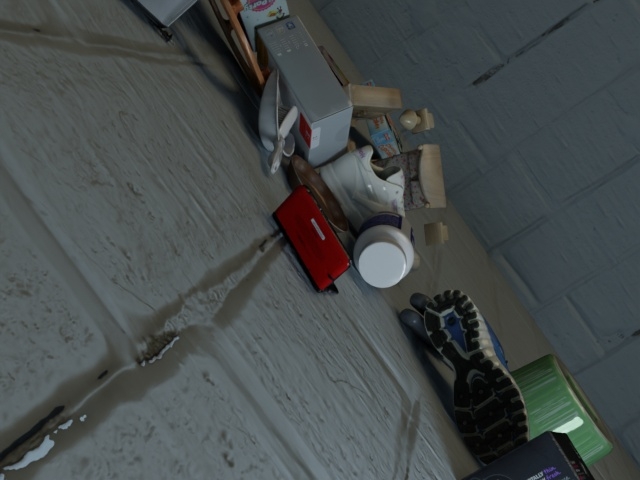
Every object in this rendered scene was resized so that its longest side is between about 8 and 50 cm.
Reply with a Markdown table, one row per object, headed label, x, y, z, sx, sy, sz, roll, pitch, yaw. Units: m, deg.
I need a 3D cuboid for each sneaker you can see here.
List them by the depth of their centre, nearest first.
| label | x | y | z | sx | sy | sz | roll | pitch | yaw |
| --- | --- | --- | --- | --- | --- | --- | --- | --- | --- |
| sneaker | 0.301 | 0.248 | 1.424 | 0.147 | 0.130 | 0.330 | 24 | 45 | -56 |
| sneaker | 0.131 | -0.057 | 1.583 | 0.305 | 0.152 | 0.114 | 49 | 13 | -26 |

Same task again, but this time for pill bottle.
| label | x | y | z | sx | sy | sz | roll | pitch | yaw |
| --- | --- | --- | --- | --- | --- | --- | --- | --- | --- |
| pill bottle | 0.117 | 0.018 | 1.451 | 0.112 | 0.112 | 0.186 | 53 | 15 | -8 |

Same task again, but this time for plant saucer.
| label | x | y | z | sx | sy | sz | roll | pitch | yaw |
| --- | --- | --- | --- | --- | --- | --- | --- | --- | --- |
| plant saucer | -0.010 | -0.078 | 1.428 | 0.168 | 0.029 | 0.168 | 51 | 14 | -18 |

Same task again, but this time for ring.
| label | x | y | z | sx | sy | sz | roll | pitch | yaw |
| --- | --- | --- | --- | --- | --- | --- | --- | --- | --- |
| ring | -0.164 | -0.408 | 1.447 | 0.336 | 0.032 | 0.336 | 62 | -3 | 5 |

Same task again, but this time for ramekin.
| label | x | y | z | sx | sy | sz | roll | pitch | yaw |
| --- | --- | --- | --- | --- | --- | --- | --- | --- | --- |
| ramekin | 0.587 | 0.430 | 1.953 | 0.303 | 0.148 | 0.303 | 50 | 16 | -19 |

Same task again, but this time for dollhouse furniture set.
| label | x | y | z | sx | sy | sz | roll | pitch | yaw |
| --- | --- | --- | --- | --- | --- | --- | --- | --- | --- |
| dollhouse furniture set | 0.094 | -0.148 | 1.735 | 0.174 | 0.303 | 0.355 | -4 | 85 | -42 |

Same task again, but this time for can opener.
| label | x | y | z | sx | sy | sz | roll | pitch | yaw |
| --- | --- | --- | --- | --- | --- | --- | --- | --- | --- |
| can opener | 0.237 | 0.191 | 1.572 | 0.093 | 0.074 | 0.280 | 21 | -15 | 43 |

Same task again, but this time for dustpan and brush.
| label | x | y | z | sx | sy | sz | roll | pitch | yaw |
| --- | --- | --- | --- | --- | --- | --- | --- | --- | --- |
| dustpan and brush | -0.073 | -0.185 | 1.366 | 0.211 | 0.060 | 0.147 | -68 | 154 | -42 |

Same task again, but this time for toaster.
| label | x | y | z | sx | sy | sz | roll | pitch | yaw |
| --- | --- | --- | --- | --- | --- | --- | --- | --- | --- |
| toaster | -0.270 | -0.438 | 1.234 | 0.186 | 0.110 | 0.168 | 38 | 23 | -49 |

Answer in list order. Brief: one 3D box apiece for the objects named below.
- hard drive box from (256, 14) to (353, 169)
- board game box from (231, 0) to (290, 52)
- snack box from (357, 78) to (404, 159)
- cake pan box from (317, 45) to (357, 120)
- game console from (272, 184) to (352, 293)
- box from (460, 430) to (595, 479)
| label | x | y | z | sx | sy | sz | roll | pitch | yaw |
| --- | --- | --- | --- | --- | --- | --- | --- | --- | --- |
| hard drive box | -0.034 | -0.282 | 1.525 | 0.232 | 0.089 | 0.181 | 60 | -15 | 21 |
| board game box | -0.158 | -0.532 | 1.458 | 0.224 | 0.097 | 0.303 | 62 | -2 | 25 |
| snack box | 0.195 | -0.316 | 2.371 | 0.322 | 0.060 | 0.187 | 49 | 23 | -60 |
| cake pan box | 0.036 | -0.456 | 2.328 | 0.246 | 0.070 | 0.267 | 51 | 15 | -6 |
| game console | 0.000 | 0.000 | 1.186 | 0.085 | 0.124 | 0.144 | -15 | 68 | -46 |
| box | 0.356 | 0.440 | 1.170 | 0.143 | 0.165 | 0.270 | 27 | 32 | -60 |
